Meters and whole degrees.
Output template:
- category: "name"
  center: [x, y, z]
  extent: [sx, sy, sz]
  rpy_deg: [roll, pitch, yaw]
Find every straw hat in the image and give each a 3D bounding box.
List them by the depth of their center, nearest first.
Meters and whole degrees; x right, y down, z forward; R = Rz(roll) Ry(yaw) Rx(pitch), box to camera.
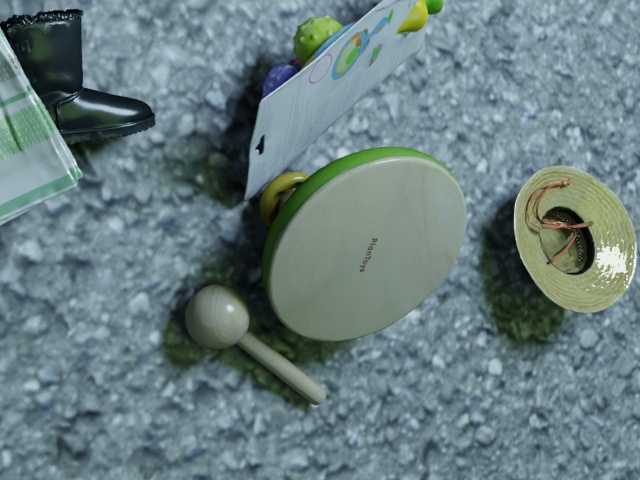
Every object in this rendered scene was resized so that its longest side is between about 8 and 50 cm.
- category: "straw hat"
  center: [0.226, 0.002, 1.377]
  extent: [0.144, 0.061, 0.144]
  rpy_deg: [6, 76, -26]

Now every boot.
- category: "boot"
  center: [-0.184, -0.123, 1.082]
  extent: [0.121, 0.045, 0.099]
  rpy_deg: [-12, 105, -28]

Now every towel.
- category: "towel"
  center: [-0.251, -0.080, 1.029]
  extent: [0.113, 0.023, 0.152]
  rpy_deg: [-29, 111, -9]

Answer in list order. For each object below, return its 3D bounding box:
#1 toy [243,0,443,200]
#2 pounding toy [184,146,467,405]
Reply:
- category: "toy"
  center: [0.008, -0.150, 1.194]
  extent: [0.056, 0.137, 0.237]
  rpy_deg: [41, 61, 17]
- category: "pounding toy"
  center: [0.000, 0.000, 1.208]
  extent: [0.237, 0.110, 0.183]
  rpy_deg: [-47, 135, 10]
